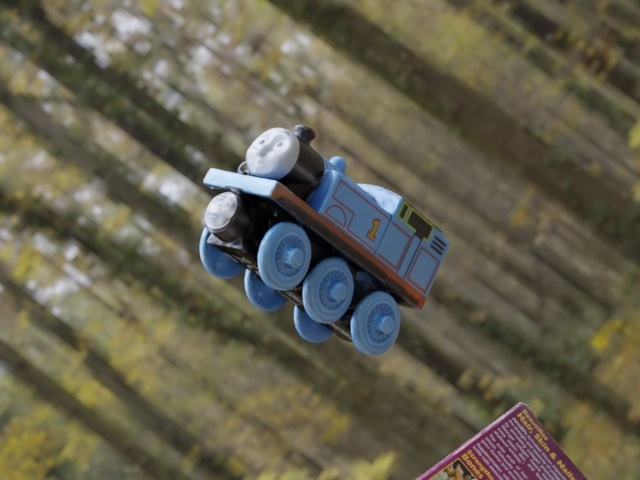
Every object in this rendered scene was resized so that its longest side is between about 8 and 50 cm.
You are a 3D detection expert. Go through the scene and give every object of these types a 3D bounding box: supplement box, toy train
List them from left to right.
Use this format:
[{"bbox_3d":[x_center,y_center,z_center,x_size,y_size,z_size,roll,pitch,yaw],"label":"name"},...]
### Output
[{"bbox_3d":[0.000,0.000,1.209,0.184,0.080,0.105,37,-109,-42],"label":"toy train"},{"bbox_3d":[0.060,0.108,0.722,0.083,0.055,0.043,-29,-17,-37],"label":"supplement box"}]
